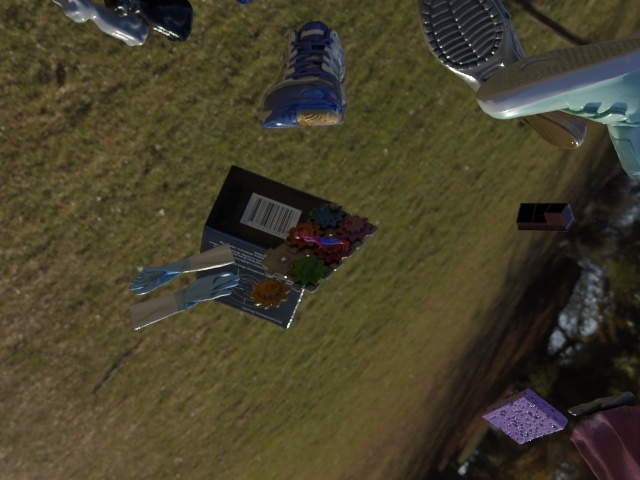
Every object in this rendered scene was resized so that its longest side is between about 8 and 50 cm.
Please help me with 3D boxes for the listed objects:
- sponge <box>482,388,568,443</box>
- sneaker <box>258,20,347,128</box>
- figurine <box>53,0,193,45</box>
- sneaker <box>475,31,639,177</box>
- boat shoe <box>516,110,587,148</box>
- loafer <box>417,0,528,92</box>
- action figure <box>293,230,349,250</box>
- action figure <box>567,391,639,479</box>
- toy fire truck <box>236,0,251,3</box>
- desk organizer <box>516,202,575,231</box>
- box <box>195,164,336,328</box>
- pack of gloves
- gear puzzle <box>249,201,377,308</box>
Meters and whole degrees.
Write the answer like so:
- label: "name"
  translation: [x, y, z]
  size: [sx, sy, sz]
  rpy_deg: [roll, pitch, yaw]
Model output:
- label: "sponge"
  translation: [0.482, 0.421, 1.843]
  size: [0.031, 0.117, 0.210]
  rpy_deg: [-51, 177, -29]
- label: "sneaker"
  translation: [-0.022, -0.220, 1.016]
  size: [0.296, 0.112, 0.131]
  rpy_deg: [-82, 171, -74]
- label: "figurine"
  translation: [-0.408, -0.471, 1.583]
  size: [0.209, 0.215, 0.092]
  rpy_deg: [5, 90, -56]
- label: "sneaker"
  translation: [0.287, -0.120, 0.777]
  size: [0.256, 0.094, 0.151]
  rpy_deg: [-14, 116, -4]
- label: "boat shoe"
  translation: [0.479, -0.300, 1.662]
  size: [0.110, 0.341, 0.121]
  rpy_deg: [-43, 119, 8]
- label: "loafer"
  translation: [0.209, -0.270, 1.034]
  size: [0.102, 0.092, 0.268]
  rpy_deg: [-26, 138, 23]
- label: "action figure"
  translation: [0.000, 0.000, 1.592]
  size: [0.038, 0.115, 0.030]
  rpy_deg: [-139, -114, -73]
- label: "action figure"
  translation: [0.452, 0.353, 0.932]
  size: [0.276, 0.370, 0.248]
  rpy_deg: [-18, 162, -3]
- label: "toy fire truck"
  translation: [-0.174, -0.629, 1.635]
  size: [0.302, 0.169, 0.254]
  rpy_deg: [5, 136, -36]
- label: "desk organizer"
  translation: [0.518, -0.055, 1.804]
  size: [0.047, 0.130, 0.050]
  rpy_deg: [-44, 120, -33]
- label: "box"
  translation: [-0.157, 0.029, 2.085]
  size: [0.395, 0.293, 0.212]
  rpy_deg: [114, -3, -58]
- label: "pack of gloves"
  translation: [-0.286, 0.075, 1.588]
  size: [0.232, 0.195, 0.046]
  rpy_deg: [-20, 120, -7]
- label: "gear puzzle"
  translation: [-0.038, 0.027, 1.725]
  size: [0.339, 0.175, 0.044]
  rpy_deg: [-43, 143, -29]
